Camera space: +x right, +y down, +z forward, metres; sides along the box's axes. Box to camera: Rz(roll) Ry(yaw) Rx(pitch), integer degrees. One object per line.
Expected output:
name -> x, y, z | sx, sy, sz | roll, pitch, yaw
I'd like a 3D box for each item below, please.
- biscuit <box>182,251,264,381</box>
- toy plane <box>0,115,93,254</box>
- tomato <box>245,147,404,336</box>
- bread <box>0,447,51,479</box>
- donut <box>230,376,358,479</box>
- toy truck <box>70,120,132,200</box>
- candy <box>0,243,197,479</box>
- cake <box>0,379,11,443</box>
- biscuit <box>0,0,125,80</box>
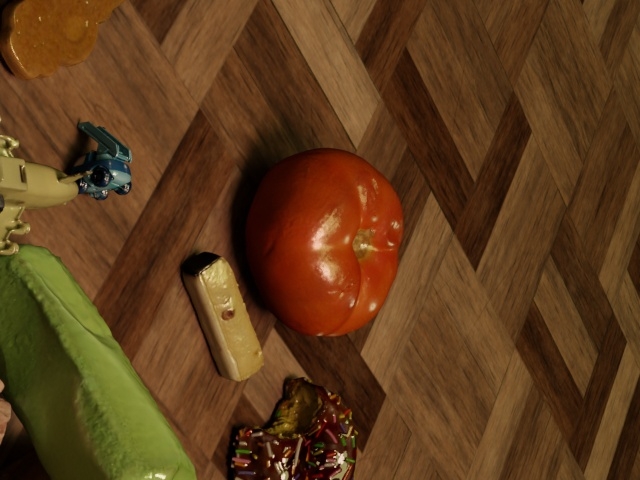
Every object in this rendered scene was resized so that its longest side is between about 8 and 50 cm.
biscuit -> -0.129, 0.103, 2.081 | 0.056, 0.052, 0.188 | -41, 126, -33
toy plane -> -0.349, -0.063, 1.662 | 0.256, 0.104, 0.241 | 2, 72, -44
tomato -> -0.002, 0.004, 2.154 | 0.260, 0.180, 0.259 | -5, 96, -55
bread -> -0.296, 0.372, 1.696 | 0.179, 0.194, 0.340 | 50, 55, -61
donut -> -0.028, 0.313, 2.214 | 0.230, 0.096, 0.216 | -25, 113, -55
toy truck -> -0.258, -0.097, 1.851 | 0.056, 0.073, 0.090 | 23, 59, -56
candy -> -0.249, 0.159, 1.667 | 0.142, 0.343, 0.132 | -10, 144, -41
cake -> -0.393, 0.176, 1.552 | 0.178, 0.208, 0.185 | -18, 90, -62
biscuit -> -0.294, -0.277, 1.806 | 0.144, 0.040, 0.236 | 57, 48, -34
